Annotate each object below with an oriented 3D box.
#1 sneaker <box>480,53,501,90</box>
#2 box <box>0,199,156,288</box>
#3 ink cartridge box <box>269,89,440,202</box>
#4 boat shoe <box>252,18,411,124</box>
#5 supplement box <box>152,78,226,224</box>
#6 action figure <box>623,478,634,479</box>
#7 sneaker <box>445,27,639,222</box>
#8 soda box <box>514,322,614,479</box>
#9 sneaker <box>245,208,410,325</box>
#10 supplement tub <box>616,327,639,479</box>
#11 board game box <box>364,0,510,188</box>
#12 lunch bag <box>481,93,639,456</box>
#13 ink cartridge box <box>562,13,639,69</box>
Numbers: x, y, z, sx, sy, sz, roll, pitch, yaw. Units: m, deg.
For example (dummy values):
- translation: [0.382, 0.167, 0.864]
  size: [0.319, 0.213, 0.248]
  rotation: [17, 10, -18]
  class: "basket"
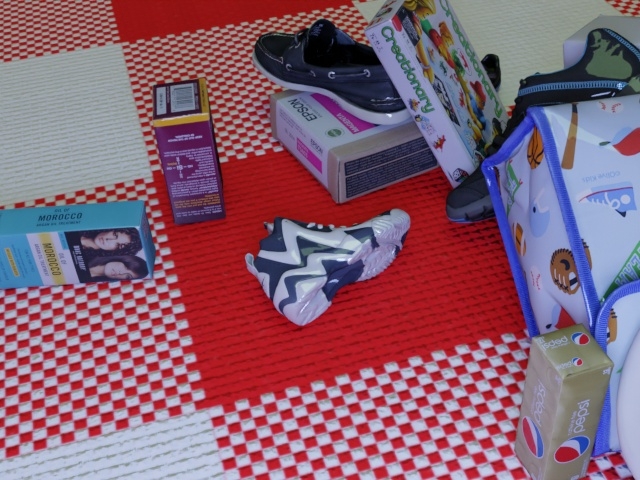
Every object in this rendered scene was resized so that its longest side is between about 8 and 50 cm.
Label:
- translation: [0.260, -0.267, 1.488]
  size: [0.067, 0.078, 0.188]
  rotation: [20, 46, 26]
  class: "sneaker"
- translation: [-0.358, 0.008, 1.186]
  size: [0.244, 0.100, 0.060]
  rotation: [-4, 41, 0]
  class: "box"
- translation: [0.054, -0.179, 1.391]
  size: [0.193, 0.088, 0.234]
  rotation: [-21, 43, -21]
  class: "ink cartridge box"
- translation: [0.012, -0.295, 1.376]
  size: [0.127, 0.113, 0.340]
  rotation: [-29, 45, -27]
  class: "boat shoe"
- translation: [-0.193, -0.129, 1.268]
  size: [0.081, 0.188, 0.104]
  rotation: [-8, 40, -4]
  class: "supplement box"
- translation: [0.301, 0.275, 0.874]
  size: [0.115, 0.030, 0.038]
  rotation: [-26, 50, -32]
  class: "action figure"
- translation: [0.305, -0.150, 1.200]
  size: [0.341, 0.125, 0.139]
  rotation: [-37, 77, 18]
  class: "sneaker"
- translation: [0.245, 0.174, 0.879]
  size: [0.058, 0.181, 0.061]
  rotation: [-14, 40, -12]
  class: "soda box"
- translation: [0.000, 0.000, 1.172]
  size: [0.235, 0.094, 0.153]
  rotation: [-39, 59, -22]
  class: "sneaker"
- translation: [0.461, 0.171, 0.771]
  size: [0.316, 0.228, 0.228]
  rotation: [20, 39, -11]
  class: "supplement tub"
- translation: [0.189, -0.236, 1.297]
  size: [0.053, 0.305, 0.193]
  rotation: [-16, 30, 36]
  class: "board game box"
- translation: [0.403, 0.029, 0.974]
  size: [0.328, 0.239, 0.385]
  rotation: [-8, 75, -7]
  class: "lunch bag"
- translation: [0.512, -0.187, 1.213]
  size: [0.308, 0.223, 0.129]
  rotation: [15, 38, 39]
  class: "ink cartridge box"
